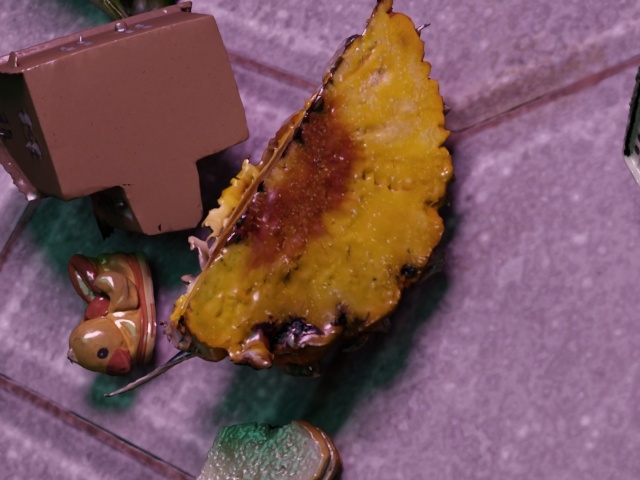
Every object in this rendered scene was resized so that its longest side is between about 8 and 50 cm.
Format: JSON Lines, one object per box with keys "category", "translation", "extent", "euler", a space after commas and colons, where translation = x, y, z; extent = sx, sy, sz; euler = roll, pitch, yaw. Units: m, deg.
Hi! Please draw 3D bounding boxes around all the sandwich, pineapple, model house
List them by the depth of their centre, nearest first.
{"category": "sandwich", "translation": [-0.039, 0.170, 1.261], "extent": [0.105, 0.036, 0.093], "euler": [-38, 59, 4]}
{"category": "pineapple", "translation": [-0.002, 0.000, 1.273], "extent": [0.158, 0.161, 0.334], "euler": [-24, 36, 59]}
{"category": "model house", "translation": [-0.187, -0.098, 1.390], "extent": [0.181, 0.176, 0.248], "euler": [-21, 19, -23]}

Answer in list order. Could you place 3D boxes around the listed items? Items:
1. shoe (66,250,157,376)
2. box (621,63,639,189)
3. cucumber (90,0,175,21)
{"category": "shoe", "translation": [-0.168, 0.058, 1.345], "extent": [0.069, 0.072, 0.109], "euler": [7, 73, -15]}
{"category": "box", "translation": [0.326, -0.034, 1.082], "extent": [0.166, 0.220, 0.290], "euler": [-19, 61, -9]}
{"category": "cucumber", "translation": [-0.231, -0.300, 1.478], "extent": [0.105, 0.145, 0.325], "euler": [-43, 64, -5]}
